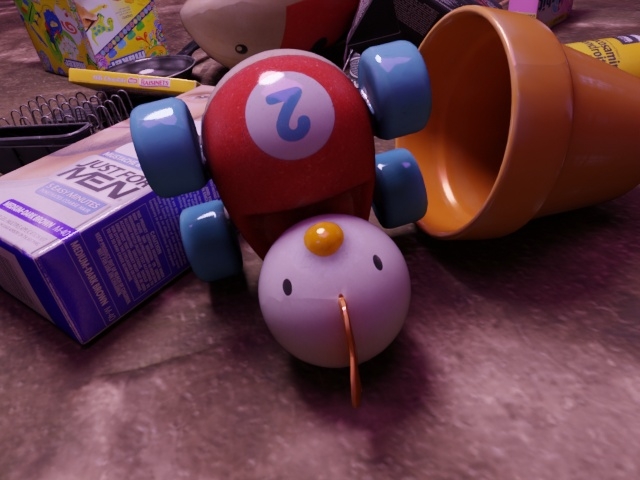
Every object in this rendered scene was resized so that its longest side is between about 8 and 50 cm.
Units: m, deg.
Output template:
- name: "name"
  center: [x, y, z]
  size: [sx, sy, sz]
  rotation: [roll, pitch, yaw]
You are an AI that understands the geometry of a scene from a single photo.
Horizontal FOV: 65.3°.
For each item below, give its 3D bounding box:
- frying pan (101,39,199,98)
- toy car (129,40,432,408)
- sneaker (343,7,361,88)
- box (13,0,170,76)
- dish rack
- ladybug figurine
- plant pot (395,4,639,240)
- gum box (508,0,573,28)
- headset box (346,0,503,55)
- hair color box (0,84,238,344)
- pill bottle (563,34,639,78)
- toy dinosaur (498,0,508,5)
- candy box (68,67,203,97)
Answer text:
- name: "frying pan"
  center: [-0.338, -0.364, 1.039]
  size: [0.197, 0.053, 0.326]
  rotation: [-3, 34, 7]
- name: "toy car"
  center: [0.000, 0.000, 0.372]
  size: [0.219, 0.210, 0.238]
  rotation: [-16, 49, -5]
- name: "sneaker"
  center: [0.093, -0.333, 0.866]
  size: [0.121, 0.112, 0.299]
  rotation: [-7, 37, 1]
- name: "box"
  center: [-0.515, -0.513, 1.082]
  size: [0.290, 0.279, 0.177]
  rotation: [22, 46, 34]
- name: "dish rack"
  center: [-0.396, -0.186, 0.788]
  size: [0.208, 0.074, 0.271]
  rotation: [1, 36, 9]
- name: "ladybug figurine"
  center: [-0.058, -0.450, 0.986]
  size: [0.449, 0.161, 0.305]
  rotation: [-35, 30, -33]
- name: "plant pot"
  center: [0.200, -0.101, 0.480]
  size: [0.188, 0.205, 0.205]
  rotation: [0, 34, -17]
- name: "gum box"
  center: [0.459, -0.497, 1.025]
  size: [0.062, 0.107, 0.188]
  rotation: [26, 48, 37]
- name: "headset box"
  center: [0.171, -0.335, 0.759]
  size: [0.218, 0.110, 0.293]
  rotation: [27, 40, -13]
- name: "hair color box"
  center: [-0.181, -0.060, 0.550]
  size: [0.185, 0.110, 0.339]
  rotation: [18, 42, 32]
- name: "pill bottle"
  center: [0.366, -0.210, 0.654]
  size: [0.184, 0.103, 0.103]
  rotation: [-9, 36, -1]
- name: "toy dinosaur"
  center: [0.331, -0.465, 1.061]
  size: [0.112, 0.064, 0.211]
  rotation: [21, 51, 8]
- name: "candy box"
  center: [-0.299, -0.261, 0.846]
  size: [0.206, 0.027, 0.105]
  rotation: [6, 6, 1]
